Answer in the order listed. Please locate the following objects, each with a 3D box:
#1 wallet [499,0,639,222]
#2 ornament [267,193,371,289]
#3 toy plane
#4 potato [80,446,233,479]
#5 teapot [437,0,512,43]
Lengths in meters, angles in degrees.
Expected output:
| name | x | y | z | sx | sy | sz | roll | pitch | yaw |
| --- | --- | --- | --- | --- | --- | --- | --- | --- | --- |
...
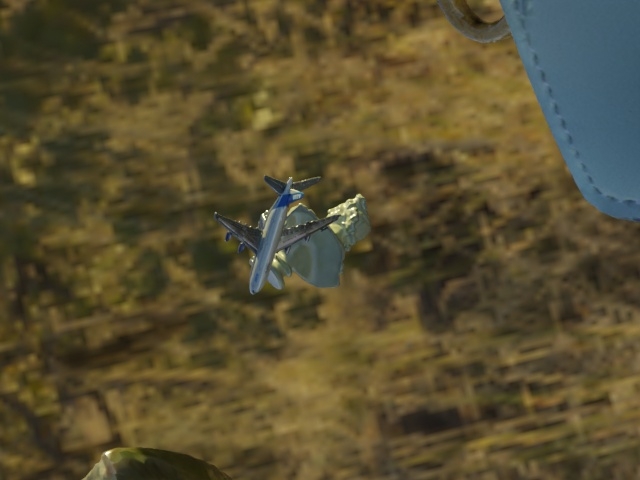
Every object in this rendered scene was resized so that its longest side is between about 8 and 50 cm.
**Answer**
| name | x | y | z | sx | sy | sz | roll | pitch | yaw |
| --- | --- | --- | --- | --- | --- | --- | --- | --- | --- |
| wallet | 0.180 | -0.089 | 0.592 | 0.176 | 0.250 | 0.075 | 62 | -146 | -38 |
| ornament | -0.002 | 0.003 | 1.482 | 0.041 | 0.092 | 0.068 | -170 | 74 | -68 |
| toy plane | -0.027 | -0.004 | 1.079 | 0.084 | 0.078 | 0.024 | -64 | 37 | 39 |
| potato | -0.139 | 0.242 | 1.243 | 0.255 | 0.269 | 0.112 | 110 | 144 | -49 |
| teapot | 0.089 | -0.312 | 1.828 | 0.311 | 0.203 | 0.167 | 55 | 133 | 10 |
